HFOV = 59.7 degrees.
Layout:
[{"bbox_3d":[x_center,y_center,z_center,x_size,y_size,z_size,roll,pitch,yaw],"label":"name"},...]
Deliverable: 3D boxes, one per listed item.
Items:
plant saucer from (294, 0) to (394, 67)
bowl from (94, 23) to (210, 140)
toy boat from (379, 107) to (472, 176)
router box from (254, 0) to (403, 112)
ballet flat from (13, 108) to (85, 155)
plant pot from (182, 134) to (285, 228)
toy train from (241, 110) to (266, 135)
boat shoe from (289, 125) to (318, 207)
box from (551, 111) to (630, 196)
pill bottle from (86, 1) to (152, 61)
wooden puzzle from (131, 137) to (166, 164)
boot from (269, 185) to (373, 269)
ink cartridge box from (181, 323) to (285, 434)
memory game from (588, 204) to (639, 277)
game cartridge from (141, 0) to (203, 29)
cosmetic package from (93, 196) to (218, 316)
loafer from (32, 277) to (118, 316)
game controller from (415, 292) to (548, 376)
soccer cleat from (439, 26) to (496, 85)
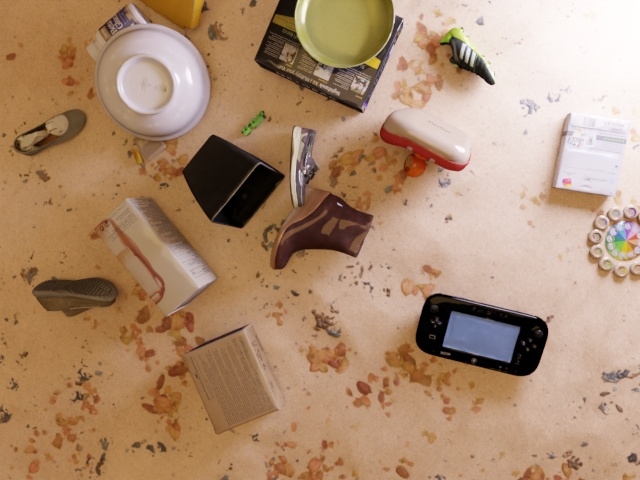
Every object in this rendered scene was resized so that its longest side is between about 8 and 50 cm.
[{"bbox_3d":[0.058,-0.535,1.348,0.240,0.037,0.241,0,93,7],"label":"plant saucer"},{"bbox_3d":[-0.431,-0.393,1.407,0.297,0.134,0.298,-2,107,-7],"label":"bowl"},{"bbox_3d":[0.252,-0.225,1.393,0.231,0.151,0.151,29,126,4],"label":"toy boat"},{"bbox_3d":[0.022,-0.499,1.414,0.308,0.081,0.243,26,96,4],"label":"router box"},{"bbox_3d":[-0.743,-0.294,1.527,0.213,0.068,0.072,-28,91,8],"label":"ballet flat"},{"bbox_3d":[-0.234,-0.161,1.429,0.167,0.188,0.187,43,98,15],"label":"plant pot"},{"bbox_3d":[-0.177,-0.311,1.484,0.083,0.017,0.024,-43,98,8],"label":"toy train"},{"bbox_3d":[-0.041,-0.191,1.425,0.073,0.080,0.224,0,71,-1],"label":"boat shoe"},{"bbox_3d":[0.668,-0.211,1.380,0.145,0.038,0.186,10,94,6],"label":"box"},{"bbox_3d":[-0.529,-0.536,1.471,0.169,0.094,0.094,-37,89,8],"label":"pill bottle"},{"bbox_3d":[-0.467,-0.264,1.525,0.116,0.014,0.079,-29,95,8],"label":"wooden puzzle"},{"bbox_3d":[0.000,0.000,1.446,0.206,0.090,0.249,27,92,8],"label":"boot"},{"bbox_3d":[-0.231,0.370,1.503,0.193,0.088,0.235,-23,92,9],"label":"ink cartridge box"},{"bbox_3d":[0.766,0.003,1.396,0.186,0.012,0.186,0,94,7],"label":"memory game"},{"bbox_3d":[-0.401,-0.713,1.360,0.285,0.324,0.053,35,57,3],"label":"game cartridge"},{"bbox_3d":[-0.429,0.038,1.473,0.129,0.153,0.296,-41,87,9],"label":"cosmetic package"},{"bbox_3d":[-0.672,0.160,1.550,0.251,0.094,0.088,2,119,16],"label":"loafer"},{"bbox_3d":[0.409,0.242,1.428,0.319,0.067,0.167,13,95,6],"label":"game controller"},{"bbox_3d":[0.369,-0.449,1.393,0.072,0.060,0.179,-38,83,17],"label":"soccer cleat"}]
